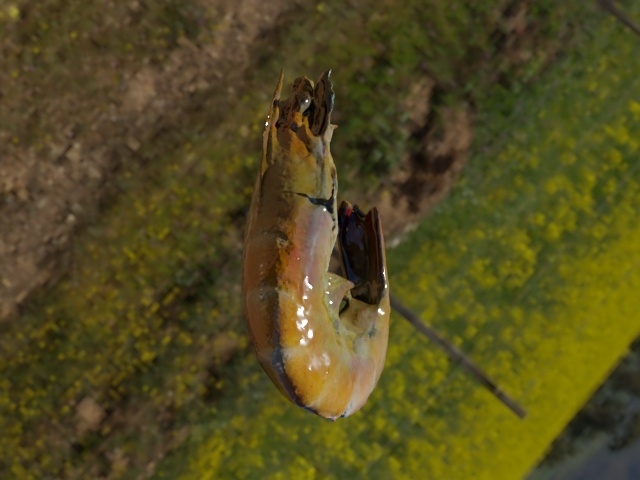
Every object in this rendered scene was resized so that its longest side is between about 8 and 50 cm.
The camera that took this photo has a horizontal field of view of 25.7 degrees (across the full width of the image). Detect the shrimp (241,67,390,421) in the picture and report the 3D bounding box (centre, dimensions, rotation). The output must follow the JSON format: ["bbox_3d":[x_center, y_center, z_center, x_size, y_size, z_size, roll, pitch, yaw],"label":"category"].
[{"bbox_3d":[0.000,0.000,0.949,0.068,0.249,0.150,-12,162,31],"label":"shrimp"}]
